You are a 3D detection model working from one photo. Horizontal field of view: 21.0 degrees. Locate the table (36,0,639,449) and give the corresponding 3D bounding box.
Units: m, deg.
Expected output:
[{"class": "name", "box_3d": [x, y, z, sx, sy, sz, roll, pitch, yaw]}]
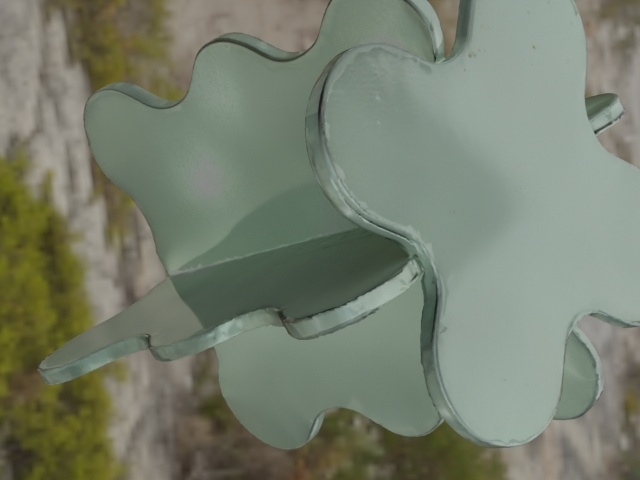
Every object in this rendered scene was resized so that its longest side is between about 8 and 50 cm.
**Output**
[{"class": "table", "box_3d": [0.000, 0.000, 0.626, 0.166, 0.198, 0.166, 10, 75, -39]}]
